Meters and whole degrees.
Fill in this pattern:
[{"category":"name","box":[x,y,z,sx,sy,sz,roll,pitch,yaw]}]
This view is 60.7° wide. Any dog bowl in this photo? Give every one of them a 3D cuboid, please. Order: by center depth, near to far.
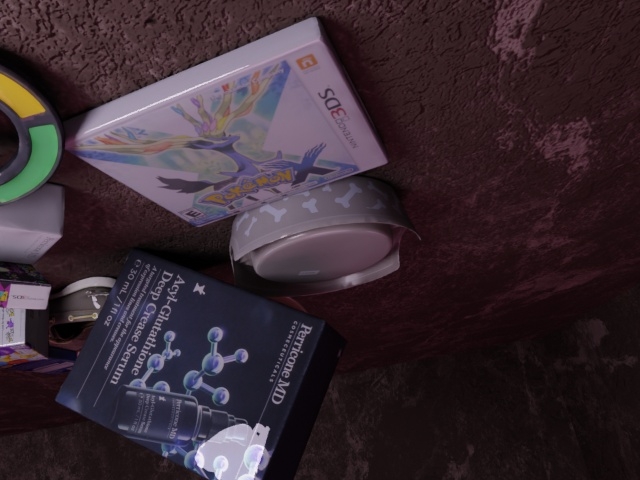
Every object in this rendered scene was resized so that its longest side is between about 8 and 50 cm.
[{"category":"dog bowl","box":[0.000,0.000,0.982,0.349,0.102,0.348,-9,158,-4]}]

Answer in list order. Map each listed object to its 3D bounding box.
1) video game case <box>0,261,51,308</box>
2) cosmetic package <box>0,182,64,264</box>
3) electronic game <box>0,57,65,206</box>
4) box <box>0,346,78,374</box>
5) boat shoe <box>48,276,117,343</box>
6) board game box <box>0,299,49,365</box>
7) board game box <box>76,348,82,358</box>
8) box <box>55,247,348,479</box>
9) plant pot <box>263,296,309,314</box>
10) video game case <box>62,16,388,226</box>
[{"category":"video game case","box":[-0.510,0.038,0.744,0.210,0.041,0.232,9,-174,-43]},{"category":"cosmetic package","box":[-0.465,-0.035,0.695,0.231,0.085,0.117,12,149,-43]},{"category":"electronic game","box":[-0.384,-0.106,0.552,0.230,0.048,0.229,-16,148,-10]},{"category":"box","box":[-0.771,0.339,1.538,0.137,0.036,0.225,-15,159,10]},{"category":"boat shoe","box":[-0.536,0.163,1.140,0.305,0.091,0.109,-22,156,26]},{"category":"board game box","box":[-0.659,0.154,0.989,0.276,0.144,0.142,-6,158,-12]},{"category":"board game box","box":[-0.563,0.335,1.643,0.145,0.027,0.281,-21,156,27]},{"category":"box","box":[-0.198,0.230,0.979,0.396,0.293,0.212,18,166,18]},{"category":"plant pot","box":[-0.168,0.260,1.409,0.257,0.256,0.274,-4,174,-18]},{"category":"video game case","box":[-0.101,-0.123,0.715,0.329,0.036,0.300,-17,158,15]}]
